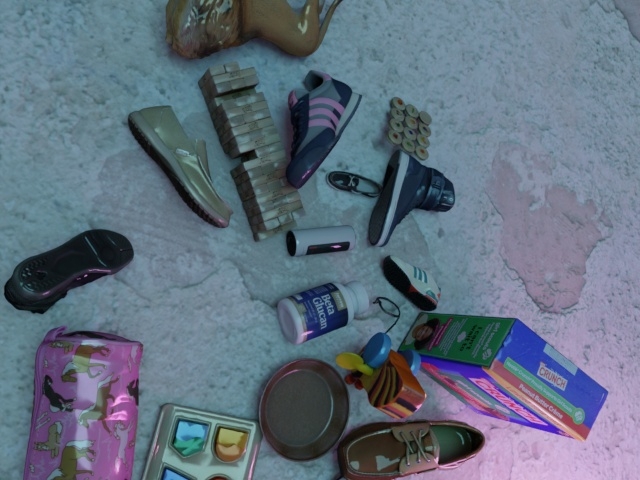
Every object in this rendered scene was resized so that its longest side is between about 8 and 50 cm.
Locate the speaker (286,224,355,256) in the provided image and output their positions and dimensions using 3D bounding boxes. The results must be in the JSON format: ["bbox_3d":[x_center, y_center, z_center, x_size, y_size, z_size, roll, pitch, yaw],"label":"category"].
[{"bbox_3d":[0.000,0.000,1.253,0.136,0.055,0.055,-5,87,-25],"label":"speaker"}]

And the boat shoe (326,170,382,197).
[{"bbox_3d":[0.074,-0.121,1.309,0.125,0.038,0.046,20,77,-22],"label":"boat shoe"}]

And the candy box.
[{"bbox_3d":[0.354,0.265,1.241,0.268,0.317,0.122,38,71,-16],"label":"candy box"}]

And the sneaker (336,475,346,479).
[{"bbox_3d":[0.120,0.527,1.237,0.211,0.081,0.080,26,76,-19],"label":"sneaker"}]

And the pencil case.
[{"bbox_3d":[-0.390,0.334,0.986,0.160,0.167,0.386,4,81,11],"label":"pencil case"}]

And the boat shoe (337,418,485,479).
[{"bbox_3d":[0.192,0.415,1.247,0.324,0.120,0.122,0,64,-28],"label":"boat shoe"}]

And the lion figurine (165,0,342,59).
[{"bbox_3d":[-0.105,-0.445,1.210,0.392,0.142,0.240,6,89,-28],"label":"lion figurine"}]

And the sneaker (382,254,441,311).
[{"bbox_3d":[0.204,0.080,1.346,0.161,0.057,0.075,44,49,-11],"label":"sneaker"}]

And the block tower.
[{"bbox_3d":[-0.130,-0.172,1.191,0.091,0.097,0.335,-21,95,-24],"label":"block tower"}]

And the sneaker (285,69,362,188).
[{"bbox_3d":[-0.025,-0.225,1.203,0.131,0.112,0.319,35,42,-8],"label":"sneaker"}]

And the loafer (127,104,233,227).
[{"bbox_3d":[-0.241,-0.142,1.132,0.092,0.102,0.268,-40,101,-17],"label":"loafer"}]

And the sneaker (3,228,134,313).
[{"bbox_3d":[-0.432,0.053,1.042,0.227,0.130,0.087,-34,94,-52],"label":"sneaker"}]

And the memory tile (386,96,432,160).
[{"bbox_3d":[0.200,-0.250,1.364,0.113,0.012,0.148,26,51,-20],"label":"memory tile"}]

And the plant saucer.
[{"bbox_3d":[-0.035,0.331,1.208,0.199,0.036,0.198,4,82,-28],"label":"plant saucer"}]

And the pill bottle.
[{"bbox_3d":[0.008,0.136,1.220,0.169,0.094,0.094,-18,92,-25],"label":"pill bottle"}]

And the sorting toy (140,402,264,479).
[{"bbox_3d":[-0.214,0.412,1.120,0.208,0.038,0.193,18,77,-22],"label":"sorting toy"}]

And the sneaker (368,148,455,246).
[{"bbox_3d":[0.205,-0.067,1.337,0.163,0.086,0.226,25,74,-17],"label":"sneaker"}]

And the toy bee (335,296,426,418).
[{"bbox_3d":[0.123,0.263,1.218,0.195,0.298,0.162,38,110,3],"label":"toy bee"}]
